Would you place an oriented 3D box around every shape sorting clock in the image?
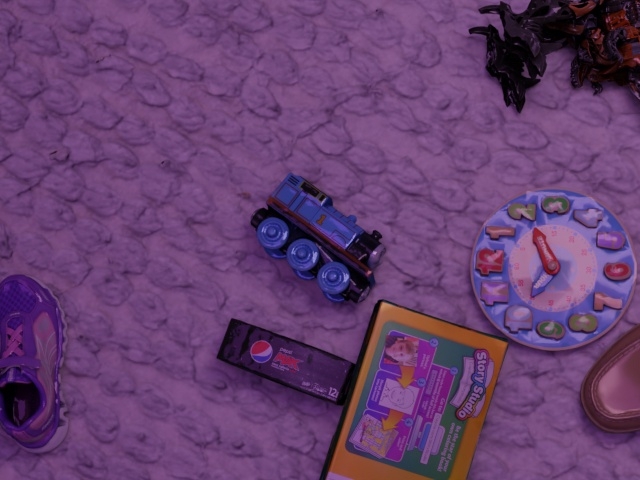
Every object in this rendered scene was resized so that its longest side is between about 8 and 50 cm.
[{"bbox_3d":[0.289,0.034,1.810,0.206,0.040,0.206,-2,81,11],"label":"shape sorting clock"}]

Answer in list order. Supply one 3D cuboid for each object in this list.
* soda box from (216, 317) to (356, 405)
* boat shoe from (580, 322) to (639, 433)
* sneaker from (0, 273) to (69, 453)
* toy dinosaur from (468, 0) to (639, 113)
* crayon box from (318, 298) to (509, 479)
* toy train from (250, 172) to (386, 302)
[{"bbox_3d":[-0.042,0.154,1.847,0.169,0.053,0.060,20,85,12],"label":"soda box"},{"bbox_3d":[0.462,0.118,1.729,0.341,0.110,0.121,-31,77,4],"label":"boat shoe"},{"bbox_3d":[-0.385,0.156,1.886,0.095,0.104,0.236,-10,79,10],"label":"sneaker"},{"bbox_3d":[0.314,-0.276,1.824,0.218,0.164,0.322,-33,58,-11],"label":"toy dinosaur"},{"bbox_3d":[0.108,0.227,1.775,0.165,0.081,0.278,18,85,-2],"label":"crayon box"},{"bbox_3d":[0.000,0.000,1.852,0.184,0.080,0.105,36,83,14],"label":"toy train"}]
